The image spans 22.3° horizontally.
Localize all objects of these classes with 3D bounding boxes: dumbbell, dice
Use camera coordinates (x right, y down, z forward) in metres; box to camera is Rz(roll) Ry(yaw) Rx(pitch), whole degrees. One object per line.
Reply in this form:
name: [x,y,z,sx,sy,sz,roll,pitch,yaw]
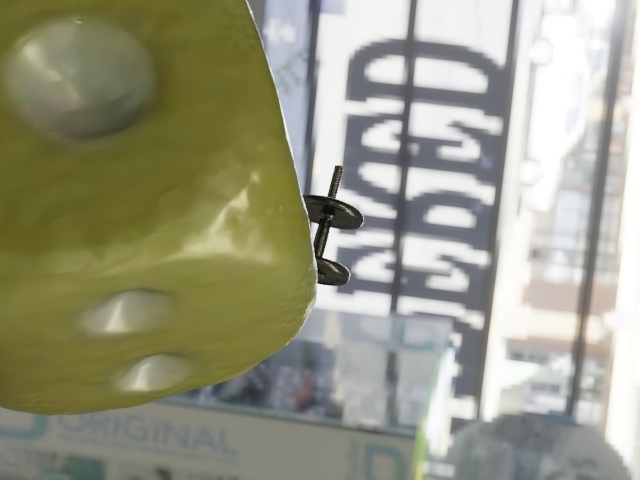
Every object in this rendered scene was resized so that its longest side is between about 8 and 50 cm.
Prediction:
dumbbell: [0.000,0.000,1.474,0.069,0.069,0.147,69,33,-71]
dice: [-0.136,-0.040,1.037,0.233,0.227,0.238,86,-10,-64]
